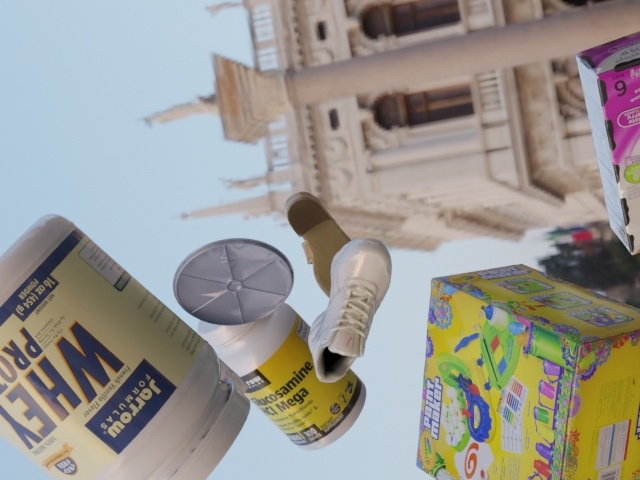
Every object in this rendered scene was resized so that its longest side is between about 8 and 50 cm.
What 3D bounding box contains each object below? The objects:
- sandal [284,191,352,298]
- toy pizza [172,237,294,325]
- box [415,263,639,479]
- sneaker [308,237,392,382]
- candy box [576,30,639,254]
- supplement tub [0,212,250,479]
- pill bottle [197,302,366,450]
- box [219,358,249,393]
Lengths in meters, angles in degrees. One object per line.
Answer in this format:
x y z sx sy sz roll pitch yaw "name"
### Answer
0.006 -0.003 1.788 0.240 0.088 0.079 60 -174 -37 "sandal"
-0.144 0.065 1.785 0.032 0.201 0.201 -102 -11 -46 "toy pizza"
0.288 0.213 1.448 0.177 0.279 0.289 -8 -70 -33 "box"
0.046 0.106 1.507 0.115 0.090 0.232 -90 14 -57 "sneaker"
0.384 -0.115 1.177 0.071 0.159 0.233 -104 -7 -59 "candy box"
-0.264 0.153 1.238 0.325 0.235 0.235 43 -151 -10 "supplement tub"
-0.078 0.242 2.112 0.334 0.188 0.188 47 -149 -20 "pill bottle"
-0.261 0.163 1.782 0.324 0.063 0.067 42 -121 -3 "box"
